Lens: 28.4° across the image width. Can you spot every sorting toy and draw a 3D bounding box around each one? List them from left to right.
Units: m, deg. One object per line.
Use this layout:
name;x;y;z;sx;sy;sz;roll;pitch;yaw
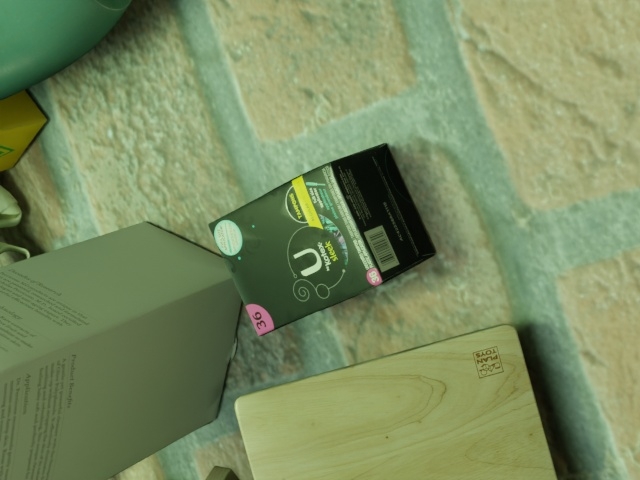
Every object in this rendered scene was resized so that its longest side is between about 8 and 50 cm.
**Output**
sorting toy;0.080;0.229;1.150;0.257;0.089;0.255;-15;90;-1

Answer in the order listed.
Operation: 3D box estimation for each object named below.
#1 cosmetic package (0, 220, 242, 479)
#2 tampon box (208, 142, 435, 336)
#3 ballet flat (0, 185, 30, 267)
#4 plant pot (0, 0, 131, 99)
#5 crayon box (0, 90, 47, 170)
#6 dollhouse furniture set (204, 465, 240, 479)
cosmetic package;-0.245;0.127;1.225;0.155;0.365;0.197;24;113;24
tampon box;0.000;0.000;1.187;0.161;0.101;0.120;-26;88;36
ballet flat;-0.376;-0.001;1.445;0.086;0.086;0.248;-23;68;36
plant pot;-0.321;-0.277;1.220;0.235;0.293;0.293;-13;97;18
crayon box;-0.522;-0.210;1.343;0.363;0.313;0.106;53;125;10
dollhouse furniture set;-0.139;0.337;1.353;0.123;0.144;0.151;2;136;41
